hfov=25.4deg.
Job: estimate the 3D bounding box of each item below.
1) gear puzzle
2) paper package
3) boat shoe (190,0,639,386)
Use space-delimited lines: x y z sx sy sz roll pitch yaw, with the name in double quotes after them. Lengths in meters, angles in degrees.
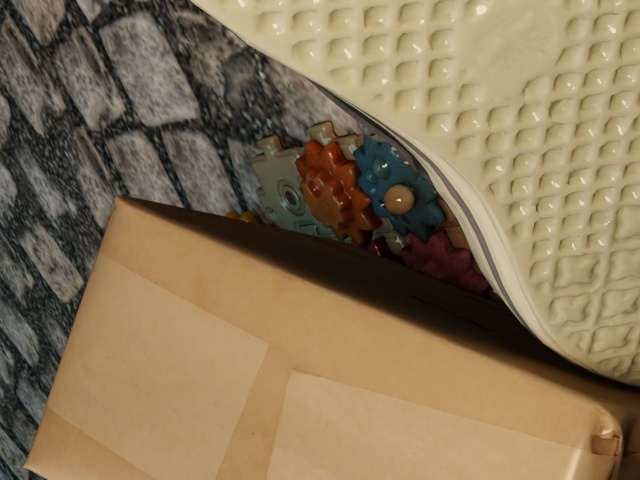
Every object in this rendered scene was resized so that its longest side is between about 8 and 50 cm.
0.000 0.000 1.108 0.339 0.044 0.176 -5 115 58 "gear puzzle"
0.051 0.115 0.826 0.324 0.309 0.168 21 95 30 "paper package"
0.093 -0.088 0.630 0.500 0.187 0.156 35 -158 -37 "boat shoe"
